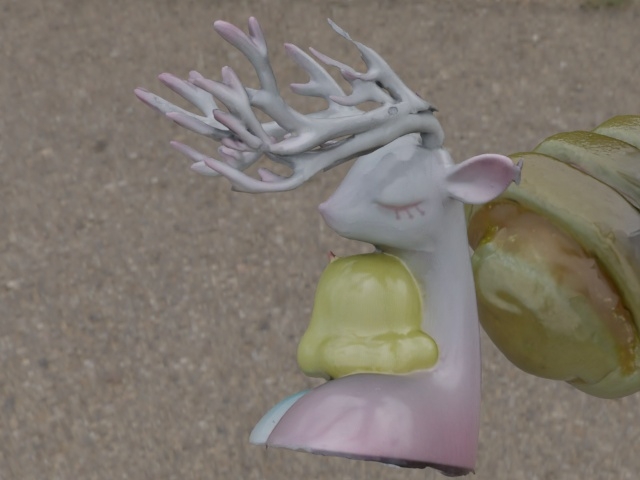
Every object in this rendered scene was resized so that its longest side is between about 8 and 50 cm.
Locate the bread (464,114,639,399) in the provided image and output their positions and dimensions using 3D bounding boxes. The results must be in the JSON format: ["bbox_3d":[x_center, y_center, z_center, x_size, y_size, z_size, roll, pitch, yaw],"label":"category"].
[{"bbox_3d":[0.317,0.009,1.429,0.341,0.210,0.300,-13,67,-37],"label":"bread"}]

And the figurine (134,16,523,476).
[{"bbox_3d":[0.009,-0.002,0.931,0.284,0.206,0.316,10,77,-17],"label":"figurine"}]
